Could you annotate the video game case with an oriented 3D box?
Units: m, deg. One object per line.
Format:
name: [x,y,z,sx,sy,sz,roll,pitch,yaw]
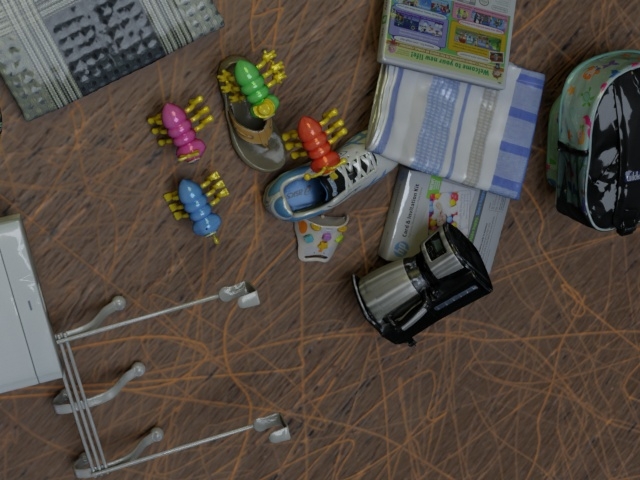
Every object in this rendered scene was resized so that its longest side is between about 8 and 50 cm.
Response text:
video game case: [0.188,-0.332,2.001,0.212,0.023,0.193,10,85,-26]

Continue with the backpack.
backpack: [0.462,-0.164,2.105,0.225,0.191,0.253,-13,118,-22]

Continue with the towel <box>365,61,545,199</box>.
towel: [0.204,-0.193,2.046,0.285,0.034,0.209,17,83,-27]

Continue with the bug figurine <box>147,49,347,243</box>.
bug figurine: [-0.111,-0.127,1.898,0.279,0.072,0.216,-28,109,10]

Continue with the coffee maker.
coffee maker: [0.160,0.067,2.071,0.178,0.120,0.171,-30,161,16]

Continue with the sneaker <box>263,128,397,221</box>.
sneaker: [0.030,-0.093,2.006,0.237,0.086,0.085,-28,113,-14]

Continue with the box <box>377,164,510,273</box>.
box: [0.193,-0.031,2.120,0.186,0.038,0.145,9,103,-24]

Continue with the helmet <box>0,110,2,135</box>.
helmet: [-0.485,-0.149,1.738,0.161,0.169,0.169,14,101,-9]

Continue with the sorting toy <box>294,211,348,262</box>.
sorting toy: [0.000,0.000,2.053,0.083,0.045,0.075,2,125,-23]

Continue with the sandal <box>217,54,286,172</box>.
sandal: [-0.096,-0.174,1.947,0.072,0.049,0.180,-24,114,-14]

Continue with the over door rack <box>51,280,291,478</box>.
over door rack: [-0.220,0.194,1.962,0.324,0.108,0.239,-12,111,3]

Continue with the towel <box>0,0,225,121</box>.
towel: [-0.322,-0.359,1.802,0.312,0.056,0.324,-28,117,-9]

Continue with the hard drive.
hard drive: [-0.540,0.115,1.813,0.353,0.047,0.233,-13,111,-6]
